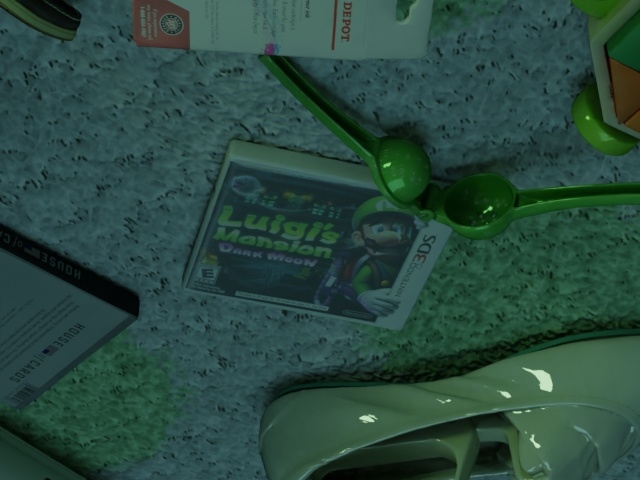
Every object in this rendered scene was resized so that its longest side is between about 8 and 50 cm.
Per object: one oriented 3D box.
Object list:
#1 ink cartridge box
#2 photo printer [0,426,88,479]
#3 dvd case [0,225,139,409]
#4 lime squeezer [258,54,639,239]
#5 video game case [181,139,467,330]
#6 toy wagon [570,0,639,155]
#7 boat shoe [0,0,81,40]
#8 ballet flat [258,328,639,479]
[{"bbox_3d":[-0.023,-0.184,1.240,0.198,0.067,0.115,4,140,-1],"label":"ink cartridge box"},{"bbox_3d":[-0.329,0.287,1.777,0.256,0.107,0.307,-27,132,29],"label":"photo printer"},{"bbox_3d":[-0.297,0.048,1.553,0.239,0.029,0.179,29,133,-30],"label":"dvd case"},{"bbox_3d":[0.089,-0.051,1.381,0.310,0.059,0.110,20,157,-3],"label":"lime squeezer"},{"bbox_3d":[0.000,0.000,1.491,0.190,0.022,0.173,11,139,-11],"label":"video game case"},{"bbox_3d":[0.286,-0.142,1.278,0.344,0.068,0.267,22,136,-23],"label":"toy wagon"},{"bbox_3d":[-0.213,-0.187,1.253,0.152,0.056,0.049,33,98,-38],"label":"boat shoe"},{"bbox_3d":[0.140,0.175,1.612,0.400,0.139,0.139,-9,139,12],"label":"ballet flat"}]
